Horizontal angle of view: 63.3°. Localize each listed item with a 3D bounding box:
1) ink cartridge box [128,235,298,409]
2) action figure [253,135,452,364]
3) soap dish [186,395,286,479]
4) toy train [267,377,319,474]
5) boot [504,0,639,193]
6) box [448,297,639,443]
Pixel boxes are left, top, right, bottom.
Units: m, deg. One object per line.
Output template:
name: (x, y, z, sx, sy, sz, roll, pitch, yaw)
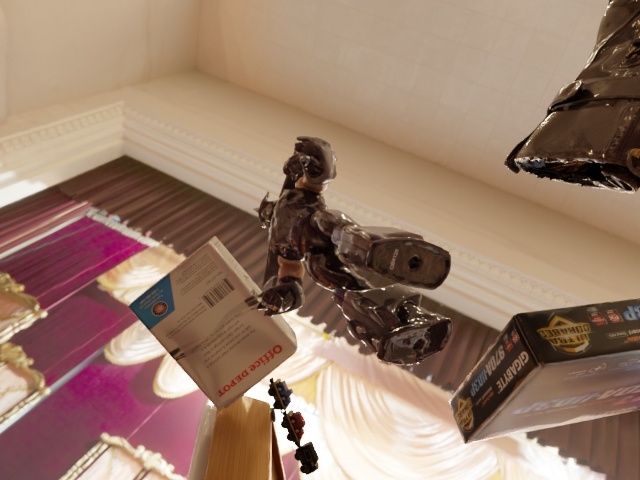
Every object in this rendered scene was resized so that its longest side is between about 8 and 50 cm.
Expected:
ink cartridge box: (-0.151, 0.119, 0.767, 0.148, 0.086, 0.203, -38, -82, 0)
action figure: (0.000, 0.000, 0.489, 0.285, 0.099, 0.185, 31, -59, 55)
soap dish: (-0.112, 0.393, 0.759, 0.118, 0.291, 0.229, -9, -70, -2)
toy train: (-0.041, 0.286, 0.809, 0.036, 0.027, 0.158, -25, -94, 9)
boot: (0.292, -0.132, 0.401, 0.091, 0.229, 0.263, 36, -10, -23)
box: (0.256, 0.124, 0.500, 0.220, 0.051, 0.175, -4, -39, -14)
